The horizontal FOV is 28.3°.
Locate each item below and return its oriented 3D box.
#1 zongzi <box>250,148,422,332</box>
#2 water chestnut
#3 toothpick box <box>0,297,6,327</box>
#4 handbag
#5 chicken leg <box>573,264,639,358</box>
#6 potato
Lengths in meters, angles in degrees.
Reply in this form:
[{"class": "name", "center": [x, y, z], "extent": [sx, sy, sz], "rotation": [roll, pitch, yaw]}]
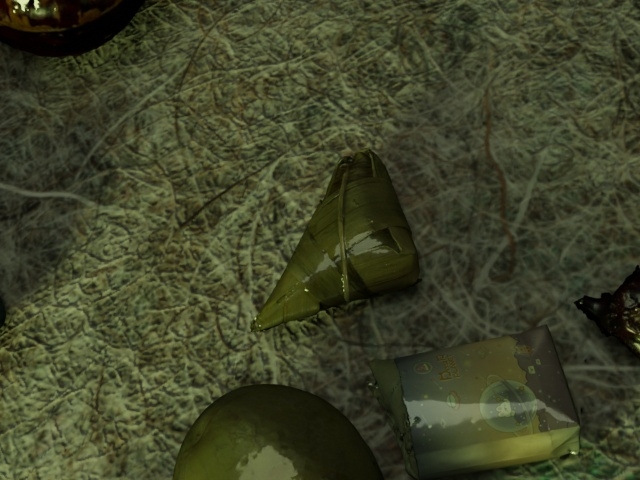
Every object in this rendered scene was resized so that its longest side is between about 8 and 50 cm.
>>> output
[{"class": "zongzi", "center": [0.000, 0.000, 1.255], "extent": [0.176, 0.078, 0.160], "rotation": [-21, 49, 7]}, {"class": "water chestnut", "center": [-0.315, -0.372, 1.471], "extent": [0.300, 0.300, 0.300], "rotation": [-8, 56, 12]}, {"class": "toothpick box", "center": [-0.428, 0.086, 1.298], "extent": [0.184, 0.120, 0.120], "rotation": [-34, 55, -2]}, {"class": "handbag", "center": [0.132, 0.147, 1.113], "extent": [0.173, 0.095, 0.117], "rotation": [-10, 50, 0]}, {"class": "chicken leg", "center": [0.341, 0.076, 1.112], "extent": [0.234, 0.063, 0.105], "rotation": [19, 70, 24]}, {"class": "potato", "center": [-0.031, 0.232, 1.064], "extent": [0.235, 0.160, 0.178], "rotation": [49, 119, 21]}]
